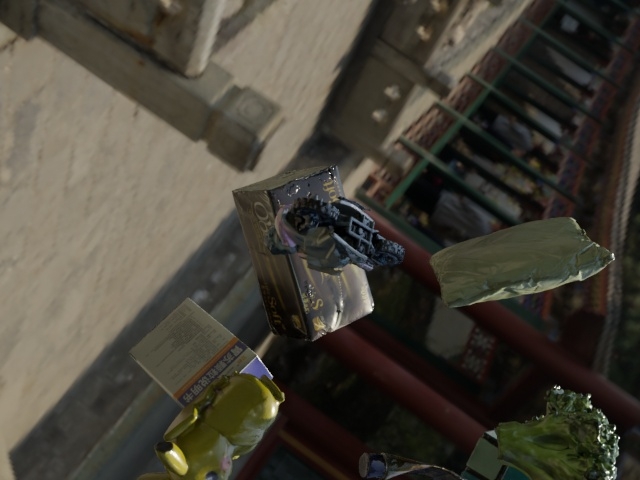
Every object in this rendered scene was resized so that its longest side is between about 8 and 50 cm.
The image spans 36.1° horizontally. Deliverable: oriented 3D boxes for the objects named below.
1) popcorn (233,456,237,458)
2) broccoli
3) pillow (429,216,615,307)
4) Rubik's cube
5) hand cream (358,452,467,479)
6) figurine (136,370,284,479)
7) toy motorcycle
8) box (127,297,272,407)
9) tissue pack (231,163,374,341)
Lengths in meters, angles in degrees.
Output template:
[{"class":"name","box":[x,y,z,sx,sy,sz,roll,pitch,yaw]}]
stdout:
[{"class":"popcorn","box":[-0.244,0.441,2.401,0.198,0.198,0.212,-51,175,-36]},{"class":"broccoli","box":[0.458,0.432,1.937,0.288,0.245,0.248,-52,149,-73]},{"class":"pillow","box":[0.328,0.037,1.662,0.274,0.076,0.281,-15,-167,4]},{"class":"Rubik's cube","box":[0.418,0.542,2.206,0.184,0.167,0.180,-65,154,3]},{"class":"hand cream","box":[0.131,0.322,1.352,0.062,0.163,0.039,138,-37,-55]},{"class":"figurine","box":[-0.222,0.400,2.027,0.327,0.169,0.218,-47,170,-29]},{"class":"toy motorcycle","box":[0.001,-0.006,1.618,0.204,0.239,0.108,-11,-135,41]},{"class":"box","box":[-0.286,0.293,2.322,0.200,0.299,0.106,-44,139,-14]},{"class":"tissue pack","box":[-0.042,0.020,2.248,0.210,0.370,0.198,-22,-168,-29]}]
